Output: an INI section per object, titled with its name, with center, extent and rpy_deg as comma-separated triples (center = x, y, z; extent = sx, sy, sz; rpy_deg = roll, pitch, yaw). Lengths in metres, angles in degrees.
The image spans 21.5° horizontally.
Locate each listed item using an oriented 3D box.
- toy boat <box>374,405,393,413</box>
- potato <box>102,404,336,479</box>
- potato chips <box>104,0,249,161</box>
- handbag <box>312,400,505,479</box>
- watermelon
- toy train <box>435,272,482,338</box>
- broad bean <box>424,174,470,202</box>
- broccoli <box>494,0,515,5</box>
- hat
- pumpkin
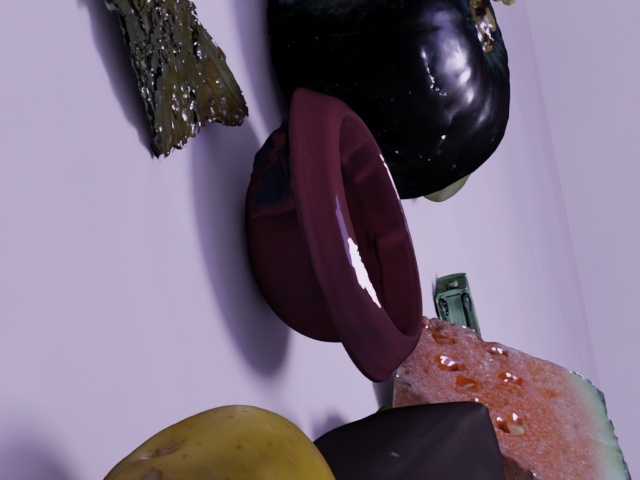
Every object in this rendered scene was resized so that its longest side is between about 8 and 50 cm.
[toy boat]
center = 0.073, 0.178, 1.270
extent = 0.229, 0.088, 0.089
rpy_deg = 55, 27, -60
[potato]
center = -0.019, 0.219, 0.749
extent = 0.173, 0.140, 0.300
rpy_deg = -50, 124, -64
[potato chips]
center = -0.085, -0.107, 0.966
extent = 0.209, 0.026, 0.142
rpy_deg = 54, 31, -61
[handbag]
center = 0.045, 0.240, 1.018
extent = 0.285, 0.113, 0.257
rpy_deg = -19, 98, -69
[watermelon]
center = 0.141, 0.171, 1.468
extent = 0.256, 0.140, 0.193
rpy_deg = 35, 24, -23
[toy train]
center = 0.145, 0.080, 1.757
extent = 0.056, 0.038, 0.093
rpy_deg = -85, 161, -66
[broad bean]
center = 0.118, -0.152, 1.693
extent = 0.169, 0.100, 0.228
rpy_deg = -63, 143, -57
[broccoli]
center = 0.115, -0.347, 1.554
extent = 0.288, 0.260, 0.235
rpy_deg = 21, 98, -55
[hat]
center = 0.000, 0.000, 1.101
extent = 0.205, 0.089, 0.205
rpy_deg = -15, 90, -75
[pumpkin]
center = 0.054, -0.141, 1.271
extent = 0.233, 0.163, 0.233
rpy_deg = -12, 90, -76
